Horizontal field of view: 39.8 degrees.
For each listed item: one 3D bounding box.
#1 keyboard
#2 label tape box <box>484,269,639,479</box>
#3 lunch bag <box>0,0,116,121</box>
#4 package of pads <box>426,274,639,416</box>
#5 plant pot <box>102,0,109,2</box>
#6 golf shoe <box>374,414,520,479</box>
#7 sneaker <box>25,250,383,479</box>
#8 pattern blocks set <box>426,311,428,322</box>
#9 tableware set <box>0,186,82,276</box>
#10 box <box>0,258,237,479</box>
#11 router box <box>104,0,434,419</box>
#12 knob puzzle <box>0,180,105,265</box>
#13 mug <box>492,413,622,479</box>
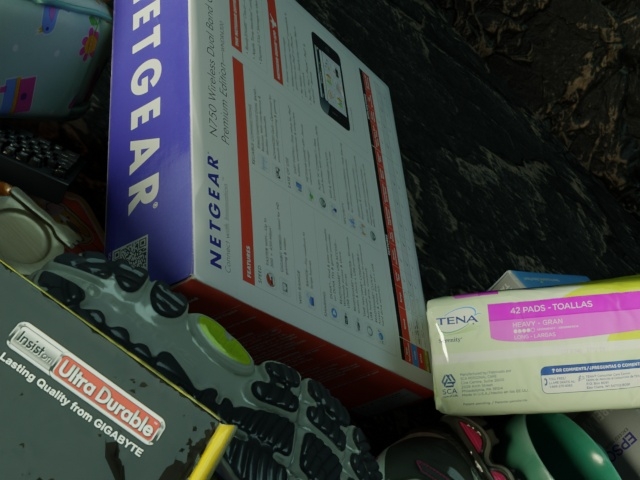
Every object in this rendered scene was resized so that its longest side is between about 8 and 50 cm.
[{"bbox_3d":[-0.261,-0.079,0.628,0.180,0.023,0.108,24,22,-11],"label":"keyboard"},{"bbox_3d":[0.342,0.193,1.006,0.249,0.115,0.348,6,41,-53],"label":"label tape box"},{"bbox_3d":[-0.297,-0.179,0.649,0.224,0.108,0.279,31,16,17],"label":"lunch bag"},{"bbox_3d":[0.218,0.087,0.768,0.296,0.229,0.101,26,58,-78],"label":"package of pads"},{"bbox_3d":[-0.294,-0.378,0.839,0.290,0.291,0.203,24,14,-35],"label":"plant pot"},{"bbox_3d":[0.134,0.262,0.656,0.120,0.105,0.273,-14,54,-41],"label":"golf shoe"},{"bbox_3d":[-0.068,0.117,0.514,0.275,0.110,0.107,41,35,-8],"label":"sneaker"},{"bbox_3d":[0.000,0.000,0.931,0.285,0.026,0.325,7,43,-51],"label":"pattern blocks set"},{"bbox_3d":[-0.198,0.038,0.547,0.141,0.020,0.168,51,36,4],"label":"tableware set"},{"bbox_3d":[-0.224,0.082,0.296,0.322,0.079,0.257,38,52,-10],"label":"box"},{"bbox_3d":[-0.034,-0.055,0.723,0.301,0.082,0.336,32,43,-46],"label":"router box"},{"bbox_3d":[-0.212,-0.004,0.623,0.213,0.030,0.213,34,26,-19],"label":"knob puzzle"},{"bbox_3d":[0.202,0.228,0.781,0.157,0.097,0.129,29,28,-29],"label":"mug"}]
